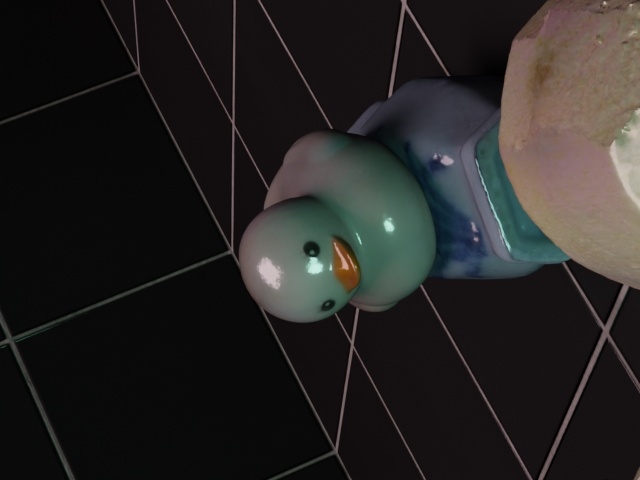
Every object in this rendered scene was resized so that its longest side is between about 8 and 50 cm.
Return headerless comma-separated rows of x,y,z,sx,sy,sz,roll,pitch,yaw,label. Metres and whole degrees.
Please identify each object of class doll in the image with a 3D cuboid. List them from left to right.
0.000,0.000,1.872,0.251,0.221,0.221,28,138,61,doll

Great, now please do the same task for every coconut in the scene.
0.289,-0.097,1.233,0.309,0.297,0.297,6,117,68,coconut

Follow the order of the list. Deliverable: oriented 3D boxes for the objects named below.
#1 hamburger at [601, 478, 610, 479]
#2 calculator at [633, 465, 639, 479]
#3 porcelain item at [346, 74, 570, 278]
0.386,0.367,1.931,0.131,0.124,0.262,-72,-34,-83,hamburger
0.356,0.235,1.761,0.157,0.033,0.236,-74,3,-60,calculator
0.161,-0.068,1.954,0.243,0.178,0.405,70,165,-10,porcelain item
